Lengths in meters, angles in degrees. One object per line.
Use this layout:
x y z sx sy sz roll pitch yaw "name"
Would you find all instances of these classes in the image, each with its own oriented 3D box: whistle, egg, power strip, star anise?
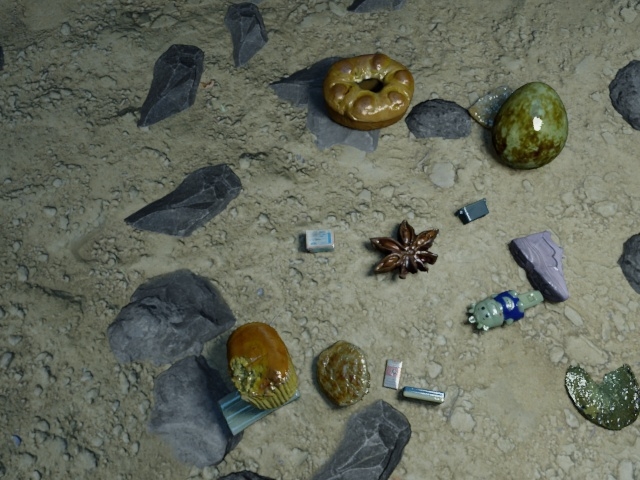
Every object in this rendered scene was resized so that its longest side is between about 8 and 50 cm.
0.568 0.206 1.674 0.245 0.092 0.110 -18 59 -4 "whistle"
0.689 -0.376 1.800 0.239 0.289 0.238 -7 28 4 "egg"
0.300 0.454 1.602 0.123 0.056 0.032 9 70 5 "power strip"
0.265 0.034 1.751 0.220 0.098 0.214 5 55 8 "star anise"

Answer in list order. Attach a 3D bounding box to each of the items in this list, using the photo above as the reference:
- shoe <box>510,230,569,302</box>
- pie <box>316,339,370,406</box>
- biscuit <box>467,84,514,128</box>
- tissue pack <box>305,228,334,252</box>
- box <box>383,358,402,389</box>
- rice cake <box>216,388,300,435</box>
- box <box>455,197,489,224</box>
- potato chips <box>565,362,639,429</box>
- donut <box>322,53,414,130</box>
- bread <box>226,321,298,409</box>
0.720 0.076 1.721 0.138 0.095 0.244 -26 64 -6 "shoe"
0.067 0.393 1.621 0.163 0.079 0.193 -5 69 10 "pie"
0.664 -0.473 1.965 0.266 0.040 0.188 5 69 2 "biscuit"
0.000 0.000 1.783 0.095 0.058 0.074 -3 71 0 "tissue pack"
0.218 0.403 1.646 0.046 0.012 0.083 10 71 6 "box"
-0.183 0.465 1.613 0.237 0.043 0.127 -26 71 -11 "rice cake"
0.506 -0.094 1.807 0.100 0.074 0.054 -23 84 -8 "box"
0.836 0.448 1.609 0.220 0.029 0.201 13 72 4 "potato chips"
0.170 -0.527 1.937 0.318 0.150 0.299 27 72 12 "donut"
-0.175 0.354 1.572 0.179 0.133 0.250 -19 47 -7 "bread"
